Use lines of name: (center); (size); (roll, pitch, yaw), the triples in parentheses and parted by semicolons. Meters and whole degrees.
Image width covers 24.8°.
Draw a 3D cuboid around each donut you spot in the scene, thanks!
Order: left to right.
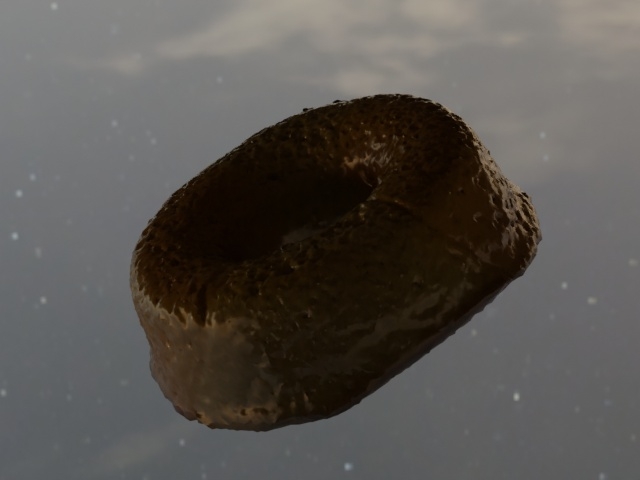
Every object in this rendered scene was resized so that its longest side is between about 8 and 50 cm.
donut: (0.000, 0.000, 1.029); (0.302, 0.110, 0.303); (-19, -152, 11)
